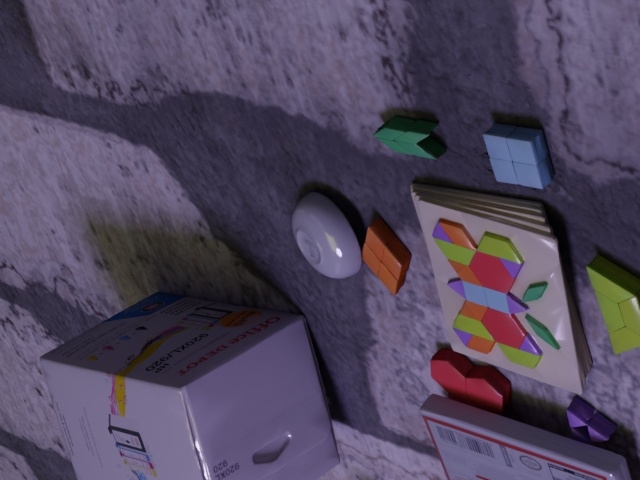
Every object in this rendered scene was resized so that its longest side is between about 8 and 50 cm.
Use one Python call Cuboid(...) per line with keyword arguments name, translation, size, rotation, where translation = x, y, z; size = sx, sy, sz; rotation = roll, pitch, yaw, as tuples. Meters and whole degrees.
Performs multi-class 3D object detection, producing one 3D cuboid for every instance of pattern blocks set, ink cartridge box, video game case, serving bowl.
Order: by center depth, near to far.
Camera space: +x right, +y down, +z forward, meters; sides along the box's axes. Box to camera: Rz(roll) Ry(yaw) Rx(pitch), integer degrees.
Cuboid(name="pattern blocks set", translation=(0.146, 0.040, 1.329), size=(0.285, 0.026, 0.325), rotation=(2, 127, 48))
Cuboid(name="serving bowl", translation=(0.000, 0.000, 1.433), size=(0.083, 0.027, 0.083), rotation=(43, 152, 30))
Cuboid(name="video game case", translation=(0.212, 0.268, 1.483), size=(0.204, 0.025, 0.285), rotation=(15, 140, 39))
Cuboid(name="ink cartridge box", translation=(-0.129, 0.168, 1.626), size=(0.233, 0.171, 0.168), rotation=(6, 117, 46))
